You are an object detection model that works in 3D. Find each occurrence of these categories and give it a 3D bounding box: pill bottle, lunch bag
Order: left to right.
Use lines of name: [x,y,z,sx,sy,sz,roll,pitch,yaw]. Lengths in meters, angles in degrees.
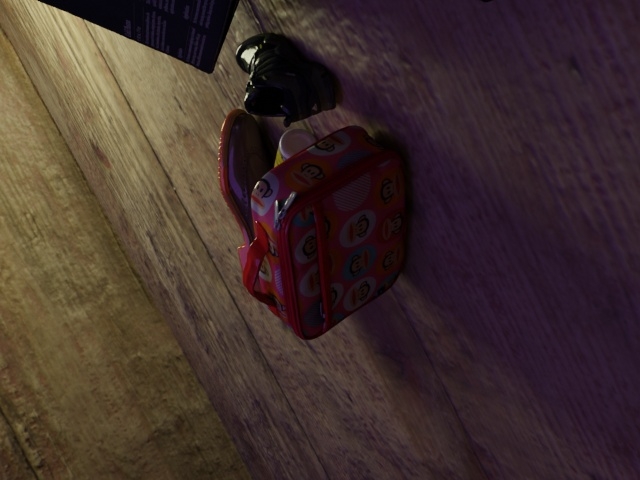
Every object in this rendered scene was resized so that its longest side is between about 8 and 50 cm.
pill bottle: [-0.043,-0.129,1.427,0.065,0.065,0.116,52,156,17]
lunch bag: [0.000,0.000,1.250,0.120,0.258,0.293,41,151,36]

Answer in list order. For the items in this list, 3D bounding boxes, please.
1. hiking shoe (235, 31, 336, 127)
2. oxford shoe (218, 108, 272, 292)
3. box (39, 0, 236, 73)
hiking shoe: [-0.081,-0.246,1.301,0.227,0.114,0.086,37,147,42]
oxford shoe: [-0.090,-0.069,1.572,0.132,0.130,0.364,-1,115,27]
box: [-0.242,-0.403,1.112,0.312,0.179,0.343,21,169,-10]
